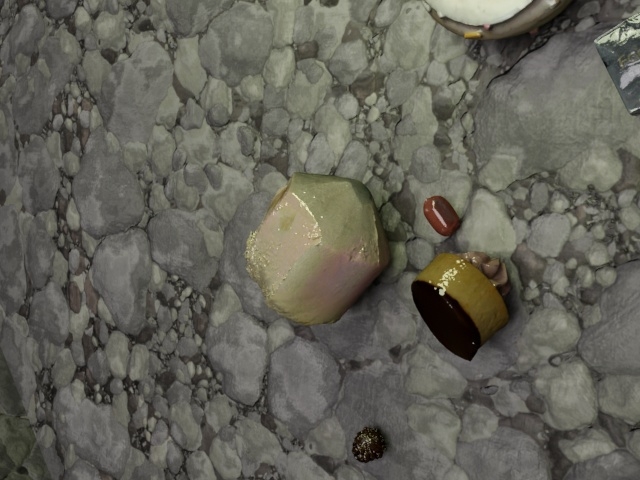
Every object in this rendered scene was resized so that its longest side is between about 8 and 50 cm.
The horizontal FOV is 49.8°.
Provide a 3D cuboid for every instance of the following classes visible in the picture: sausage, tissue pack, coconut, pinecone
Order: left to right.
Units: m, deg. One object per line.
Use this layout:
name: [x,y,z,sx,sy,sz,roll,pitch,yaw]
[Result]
coconut: [0.000,0.000,1.502,0.297,0.297,0.309,46,116,27]
pinecone: [0.109,0.467,1.566,0.077,0.077,0.083,53,146,23]
sausage: [0.254,-0.053,1.450,0.059,0.054,0.094,-28,72,-8]
tissue pack: [0.568,-0.314,1.215,0.112,0.051,0.156,-29,74,35]

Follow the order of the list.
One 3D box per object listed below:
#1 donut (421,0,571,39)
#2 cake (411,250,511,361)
donut: [0.353,-0.566,1.315,0.383,0.142,0.382,0,90,36]
cake: [0.300,0.109,1.368,0.207,0.178,0.185,60,164,2]
